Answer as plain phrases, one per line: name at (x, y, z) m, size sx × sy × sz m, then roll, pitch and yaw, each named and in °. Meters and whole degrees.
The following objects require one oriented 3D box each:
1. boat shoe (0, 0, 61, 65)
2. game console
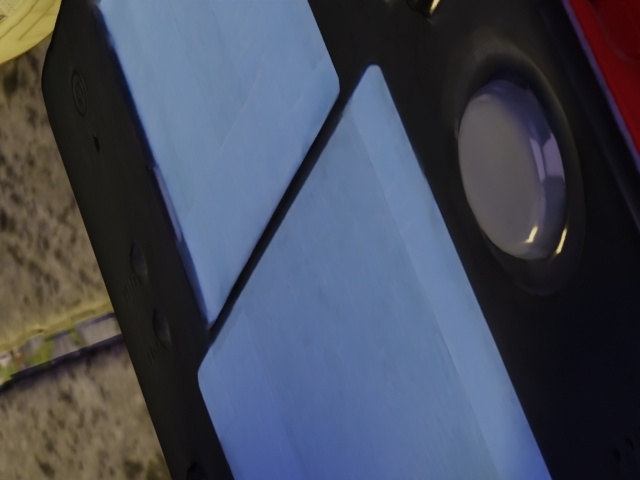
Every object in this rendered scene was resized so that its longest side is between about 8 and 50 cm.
boat shoe at (-0.208, -0.084, 0.838) m, size 0.285 × 0.089 × 0.104 m, roll -39°, pitch 70°, yaw 42°
game console at (0.000, 0.000, 0.568) m, size 0.342 × 0.060 × 0.386 m, roll 64°, pitch 156°, yaw 16°
